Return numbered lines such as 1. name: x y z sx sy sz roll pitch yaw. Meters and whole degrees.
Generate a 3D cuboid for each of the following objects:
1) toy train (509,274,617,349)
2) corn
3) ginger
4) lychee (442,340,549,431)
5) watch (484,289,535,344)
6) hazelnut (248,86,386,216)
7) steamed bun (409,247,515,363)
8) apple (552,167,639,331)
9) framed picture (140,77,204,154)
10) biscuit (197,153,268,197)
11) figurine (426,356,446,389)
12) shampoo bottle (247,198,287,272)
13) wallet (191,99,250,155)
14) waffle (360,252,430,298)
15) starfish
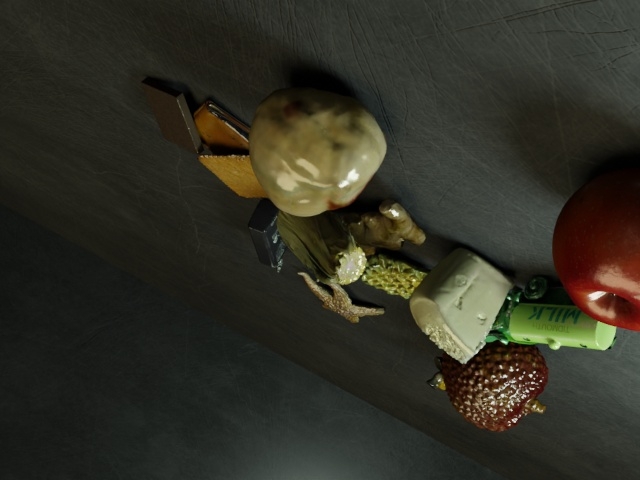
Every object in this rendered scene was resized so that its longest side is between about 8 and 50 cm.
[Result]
1. toy train: 0.515 0.161 1.447 0.105 0.157 0.253 42 155 -29
2. corn: -0.004 -0.001 1.629 0.305 0.123 0.122 41 151 49
3. ginger: 0.143 -0.026 1.598 0.166 0.080 0.333 22 160 -18
4. lychee: 0.456 0.362 1.811 0.304 0.275 0.275 35 166 37
5. watch: 0.470 0.204 1.657 0.152 0.131 0.165 28 160 -27
6. hazelnut: -0.015 -0.175 1.295 0.261 0.241 0.261 0 142 0
7. steamed bun: 0.320 0.139 1.562 0.200 0.225 0.170 46 156 4
8. apple: 0.495 0.018 1.085 0.260 0.216 0.260 27 160 11
9. framed picture: -0.342 -0.288 1.595 0.128 0.023 0.168 27 149 31
10. biscuit: -0.151 -0.152 1.663 0.232 0.013 0.237 3 161 25
11. figurine: 0.464 0.423 2.064 0.257 0.192 0.167 10 140 51
12. shampoo bottle: -0.143 -0.001 1.961 0.071 0.098 0.309 19 157 12
13. wallet: -0.213 -0.240 1.599 0.195 0.042 0.161 37 154 -19
14. waffle: 0.204 0.096 1.813 0.204 0.054 0.223 18 159 -3
15. starfish: 0.059 0.207 2.233 0.299 0.060 0.302 22 158 9
